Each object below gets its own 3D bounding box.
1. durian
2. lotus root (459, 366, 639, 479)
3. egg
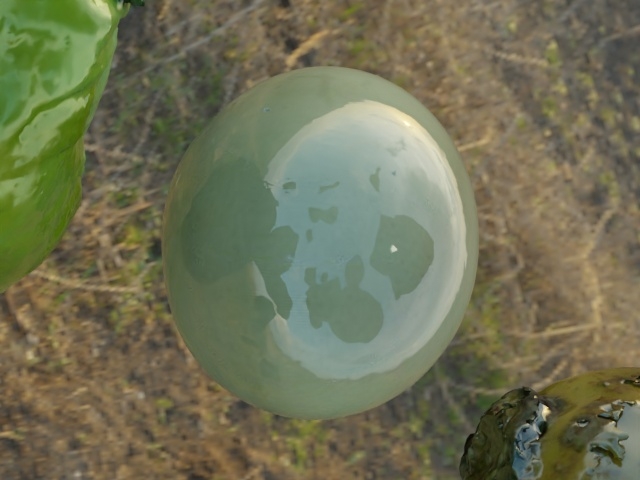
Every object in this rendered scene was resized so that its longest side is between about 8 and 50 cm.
[{"bbox_3d":[-0.209,-0.088,0.836,0.256,0.204,0.340,-38,149,-59],"label":"durian"},{"bbox_3d":[0.217,0.216,0.663,0.397,0.179,0.196,39,45,-9],"label":"lotus root"},{"bbox_3d":[0.000,0.000,0.987,0.219,0.219,0.269,50,35,-22],"label":"egg"}]
